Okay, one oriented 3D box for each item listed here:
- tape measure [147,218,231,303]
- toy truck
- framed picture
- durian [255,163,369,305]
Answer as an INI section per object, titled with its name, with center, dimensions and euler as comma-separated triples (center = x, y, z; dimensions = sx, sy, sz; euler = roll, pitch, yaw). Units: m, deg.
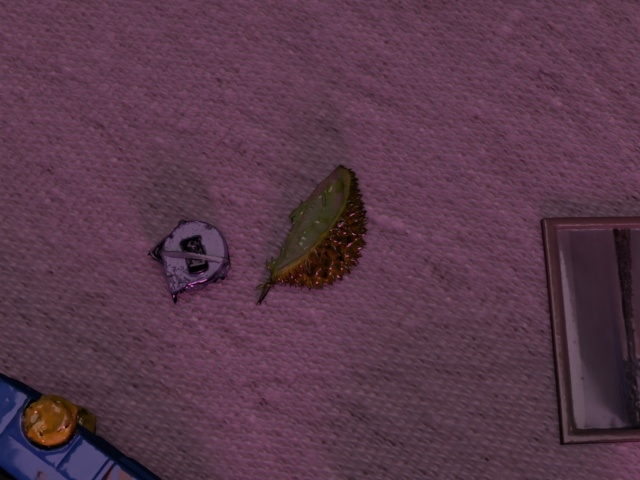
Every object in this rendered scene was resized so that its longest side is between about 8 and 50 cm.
[tape measure]
center = -0.161, 0.020, 1.539
dimensions = 0.094, 0.054, 0.091
euler = -28, 84, -8
[toy truck]
center = -0.251, 0.305, 1.404
dimensions = 0.385, 0.161, 0.162
euler = 36, 81, 7
[framed picture]
center = 0.394, 0.109, 1.562
dimensions = 0.213, 0.016, 0.289
euler = -1, 75, -3
[durian]
center = 0.000, 0.000, 1.555
dimensions = 0.100, 0.086, 0.215
euler = 18, 68, 37
